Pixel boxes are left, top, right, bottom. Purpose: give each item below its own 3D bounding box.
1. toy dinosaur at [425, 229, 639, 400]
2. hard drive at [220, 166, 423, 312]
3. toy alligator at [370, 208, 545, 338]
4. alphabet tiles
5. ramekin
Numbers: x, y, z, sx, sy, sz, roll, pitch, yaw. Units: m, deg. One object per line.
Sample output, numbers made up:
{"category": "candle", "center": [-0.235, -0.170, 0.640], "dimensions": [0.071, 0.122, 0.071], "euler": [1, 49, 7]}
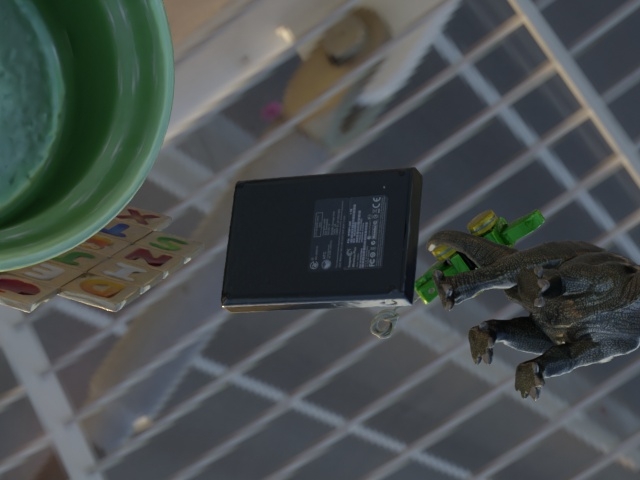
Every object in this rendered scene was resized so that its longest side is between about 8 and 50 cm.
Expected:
{"category": "toy dinosaur", "center": [0.189, 0.044, 1.212], "dimensions": [0.160, 0.121, 0.313], "euler": [-9, -177, -27]}
{"category": "hard drive", "center": [0.000, 0.000, 1.088], "dimensions": [0.135, 0.094, 0.022], "euler": [-3, 158, 23]}
{"category": "toy alligator", "center": [0.124, 0.026, 1.487], "dimensions": [0.190, 0.056, 0.051], "euler": [-35, -172, 8]}
{"category": "alphabet tiles", "center": [-0.283, -0.003, 1.559], "dimensions": [0.342, 0.285, 0.011], "euler": [-40, 144, -69]}
{"category": "ramekin", "center": [-0.270, -0.120, 1.134], "dimensions": [0.303, 0.303, 0.148], "euler": [-13, 179, -30]}
